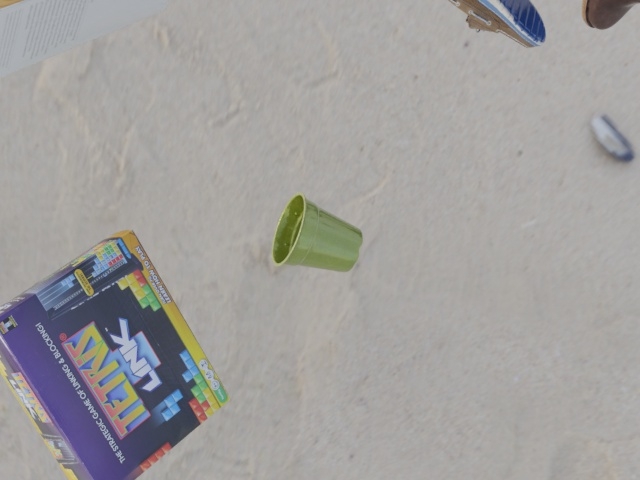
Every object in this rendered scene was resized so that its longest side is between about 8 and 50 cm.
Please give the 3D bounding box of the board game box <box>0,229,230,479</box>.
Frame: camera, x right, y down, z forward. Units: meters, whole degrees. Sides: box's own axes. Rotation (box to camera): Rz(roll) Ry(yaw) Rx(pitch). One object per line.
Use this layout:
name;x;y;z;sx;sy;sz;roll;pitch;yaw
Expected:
board game box;-0.171;0.099;0.825;0.141;0.048;0.170;-39;107;-37

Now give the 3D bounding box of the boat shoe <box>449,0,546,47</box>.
boat shoe;0.231;-0.322;1.412;0.183;0.066;0.066;37;51;-19

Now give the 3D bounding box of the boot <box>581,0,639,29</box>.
boot;0.476;-0.336;1.397;0.090;0.248;0.207;-4;53;-34

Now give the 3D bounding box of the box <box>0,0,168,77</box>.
box;-0.393;-0.404;1.469;0.345;0.168;0.215;-34;80;-37

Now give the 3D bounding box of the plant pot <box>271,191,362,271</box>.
plant pot;0.000;0.000;1.104;0.079;0.083;0.083;19;67;-19
